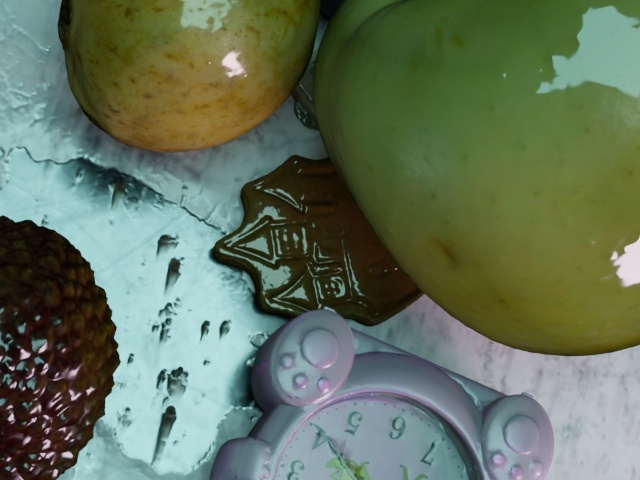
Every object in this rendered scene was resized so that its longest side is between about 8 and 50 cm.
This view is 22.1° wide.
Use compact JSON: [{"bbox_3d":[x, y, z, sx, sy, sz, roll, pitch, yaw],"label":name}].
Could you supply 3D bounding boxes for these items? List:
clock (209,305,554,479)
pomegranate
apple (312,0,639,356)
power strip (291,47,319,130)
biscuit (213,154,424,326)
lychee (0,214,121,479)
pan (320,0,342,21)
[{"bbox_3d":[0.040,0.254,1.521,0.295,0.113,0.322,24,73,-9],"label":"clock"},{"bbox_3d":[-0.121,-0.202,1.508,0.260,0.260,0.260,3,76,-14],"label":"pomegranate"},{"bbox_3d":[0.230,-0.119,1.485,0.473,0.473,0.474,3,76,-14],"label":"apple"},{"bbox_3d":[0.083,-0.200,1.678,0.268,0.034,0.092,-37,88,-19],"label":"power strip"},{"bbox_3d":[0.001,-0.001,1.610,0.215,0.034,0.182,-7,79,-16],"label":"biscuit"},{"bbox_3d":[-0.287,0.096,1.417,0.236,0.236,0.271,34,45,-5],"label":"lychee"},{"bbox_3d":[0.079,-0.301,1.684,0.136,0.028,0.235,37,70,19],"label":"pan"}]
